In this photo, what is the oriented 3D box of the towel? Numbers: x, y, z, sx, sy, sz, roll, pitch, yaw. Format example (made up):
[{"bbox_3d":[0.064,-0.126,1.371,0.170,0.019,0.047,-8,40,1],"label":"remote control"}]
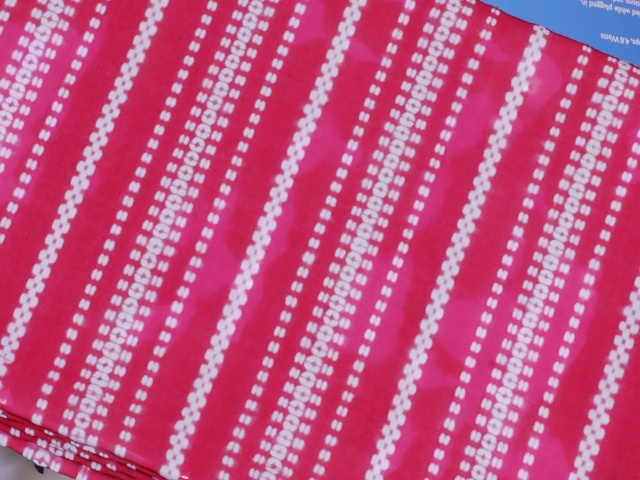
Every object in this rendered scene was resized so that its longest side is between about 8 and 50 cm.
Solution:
[{"bbox_3d":[0.000,0.000,0.516,0.275,0.031,0.199,23,76,1],"label":"towel"}]

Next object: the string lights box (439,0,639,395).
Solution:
[{"bbox_3d":[0.083,-0.045,0.605,0.133,0.077,0.259,7,76,-25],"label":"string lights box"}]
